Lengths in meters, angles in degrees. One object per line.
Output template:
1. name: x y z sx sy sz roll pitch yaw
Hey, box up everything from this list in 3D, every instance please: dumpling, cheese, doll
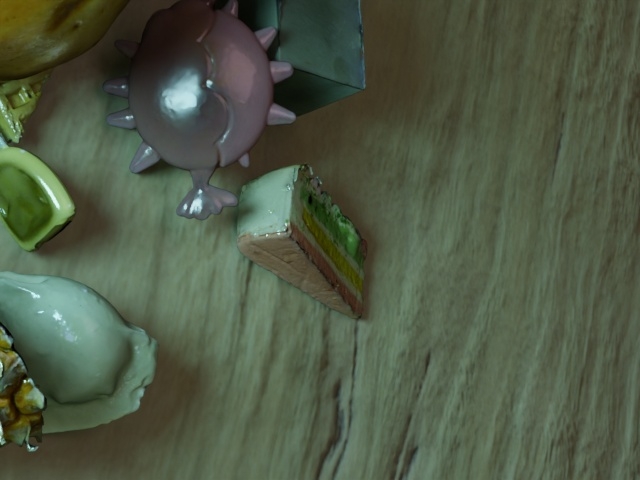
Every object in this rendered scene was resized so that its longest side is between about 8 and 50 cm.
1. dumpling: -0.261 0.113 1.414 0.111 0.181 0.155 22 88 -79
2. cheese: -0.310 -0.073 1.450 0.162 0.086 0.036 56 35 6
3. doll: -0.131 -0.154 1.592 0.093 0.211 0.262 -141 -137 -86

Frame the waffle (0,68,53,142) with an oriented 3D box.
1. waffle: -0.285 -0.184 1.532 0.191 0.032 0.125 -32 89 -46

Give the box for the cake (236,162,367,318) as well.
1. cake: -0.019 0.003 1.746 0.225 0.090 0.109 47 41 -49

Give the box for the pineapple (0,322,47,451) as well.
1. pineapple: -0.399 0.156 1.190 0.271 0.262 0.262 -43 108 -28

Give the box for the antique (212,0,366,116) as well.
1. antique: -0.047 -0.242 1.728 0.146 0.148 0.152 12 67 -42

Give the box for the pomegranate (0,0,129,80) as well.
1. pomegranate: -0.335 -0.343 1.332 0.410 0.410 0.410 19 62 -41
